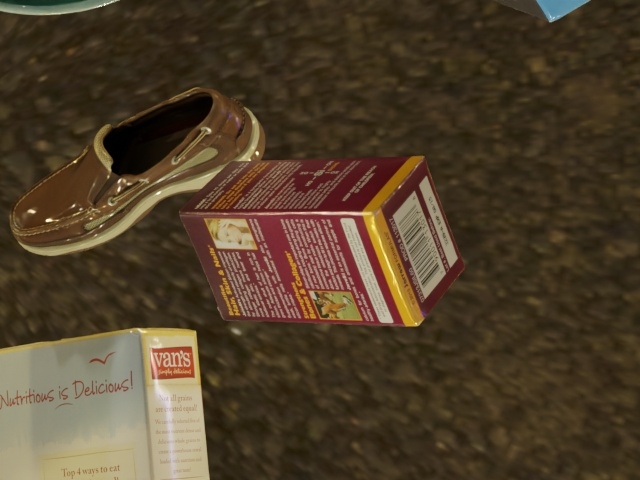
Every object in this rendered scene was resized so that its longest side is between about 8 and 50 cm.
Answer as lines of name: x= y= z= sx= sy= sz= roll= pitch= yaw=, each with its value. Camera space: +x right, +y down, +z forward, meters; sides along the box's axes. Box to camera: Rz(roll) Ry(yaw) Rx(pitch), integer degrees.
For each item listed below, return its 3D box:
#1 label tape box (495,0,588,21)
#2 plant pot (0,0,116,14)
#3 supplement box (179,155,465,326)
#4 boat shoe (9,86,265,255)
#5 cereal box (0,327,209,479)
label tape box: x=0.110 y=-0.279 z=1.360 sx=0.106 sy=0.334 sz=0.240 roll=-40 pitch=116 yaw=-6
plant pot: x=-0.156 y=-0.292 z=1.334 sx=0.272 sy=0.255 sz=0.271 roll=1 pitch=99 yaw=8
supplement box: x=0.000 y=0.000 z=1.505 sx=0.081 sy=0.188 sz=0.104 roll=-47 pitch=126 yaw=-41
boat shoe: x=-0.183 y=-0.072 z=1.811 sx=0.257 sy=0.095 sz=0.095 roll=-26 pitch=55 yaw=14
cereal box: x=-0.122 y=0.167 z=0.898 sx=0.047 sy=0.173 sz=0.240 roll=6 pitch=77 yaw=-54
